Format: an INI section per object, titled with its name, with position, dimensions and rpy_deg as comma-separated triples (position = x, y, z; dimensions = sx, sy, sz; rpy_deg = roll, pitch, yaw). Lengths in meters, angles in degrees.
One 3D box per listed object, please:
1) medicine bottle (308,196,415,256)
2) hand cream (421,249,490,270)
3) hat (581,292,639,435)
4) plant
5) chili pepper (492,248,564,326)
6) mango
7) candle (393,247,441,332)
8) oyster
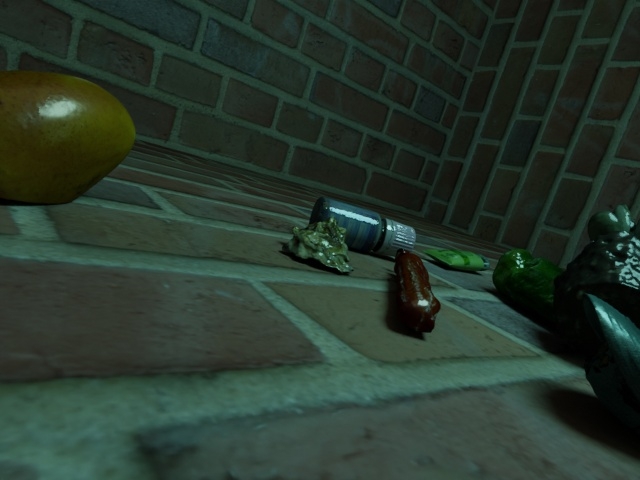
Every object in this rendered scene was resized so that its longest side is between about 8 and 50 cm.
[medicine bottle]
position = 0.082, -0.021, 0.853
dimensions = 0.203, 0.084, 0.083
rpy_deg = 14, 10, -12
[hand cream]
position = 0.333, 0.046, 1.051
dimensions = 0.174, 0.046, 0.095
rpy_deg = 9, 15, -34
[hat]
position = 0.290, 0.133, 0.380
dimensions = 0.191, 0.078, 0.138
rpy_deg = 39, 23, 13
[plant]
position = 0.423, 0.042, 0.614
dimensions = 0.149, 0.146, 0.274
rpy_deg = 44, 53, 4
[chili pepper]
position = 0.403, 0.088, 0.791
dimensions = 0.136, 0.099, 0.270
rpy_deg = -9, 20, -6
[mango]
position = -0.317, -0.118, 0.514
dimensions = 0.126, 0.154, 0.252
rpy_deg = 27, 25, 13
[candle]
position = 0.126, 0.058, 0.595
dimensions = 0.051, 0.048, 0.329
rpy_deg = 5, 8, 9
[oyster]
position = -0.003, 0.001, 0.675
dimensions = 0.108, 0.053, 0.166
rpy_deg = 7, 17, -4
